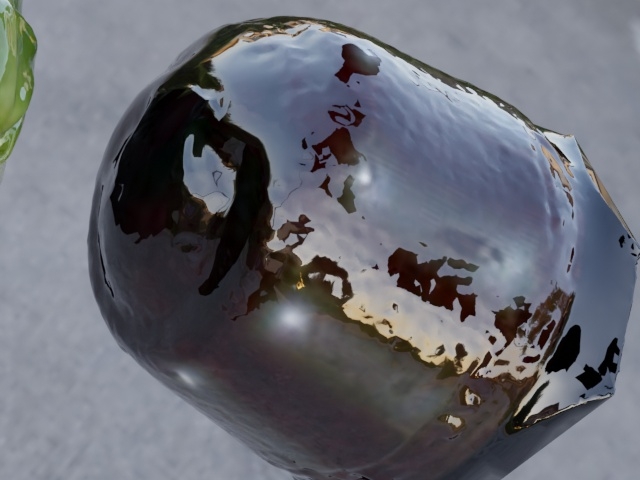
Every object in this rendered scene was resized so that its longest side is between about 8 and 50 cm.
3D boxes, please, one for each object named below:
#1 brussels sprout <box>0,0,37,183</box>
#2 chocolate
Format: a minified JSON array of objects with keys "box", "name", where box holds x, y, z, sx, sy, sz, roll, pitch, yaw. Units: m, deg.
[{"box":[-0.319,-0.146,1.353,0.247,0.328,0.328,4,29,2],"name":"brussels sprout"},{"box":[0.000,0.000,1.472,0.331,0.384,0.383,30,24,-48],"name":"chocolate"}]
